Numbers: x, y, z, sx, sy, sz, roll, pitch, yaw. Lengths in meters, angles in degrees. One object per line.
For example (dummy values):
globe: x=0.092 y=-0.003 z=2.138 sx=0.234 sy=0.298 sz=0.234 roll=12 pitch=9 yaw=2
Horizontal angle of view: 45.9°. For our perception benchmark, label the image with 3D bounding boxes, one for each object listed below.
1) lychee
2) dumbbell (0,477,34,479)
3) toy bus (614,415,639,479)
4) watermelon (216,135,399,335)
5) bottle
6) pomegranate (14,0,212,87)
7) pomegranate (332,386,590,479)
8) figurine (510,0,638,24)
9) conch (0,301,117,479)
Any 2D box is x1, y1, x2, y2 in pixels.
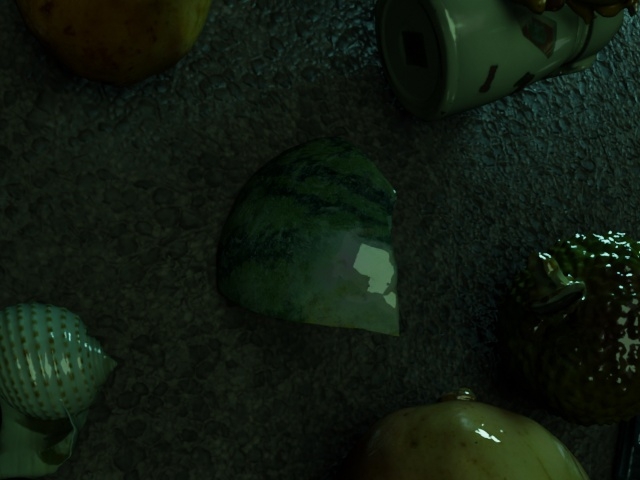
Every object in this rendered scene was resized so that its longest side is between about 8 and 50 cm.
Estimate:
lychee: x=0.372 y=0.121 z=1.037 sx=0.319 sy=0.270 sz=0.270 roll=9 pitch=78 yaw=-20
dumbbell: x=-0.289 y=0.344 z=0.740 sx=0.143 sy=0.143 sz=0.326 roll=-38 pitch=121 yaw=-24
toy bus: x=0.526 y=0.334 z=1.158 sx=0.119 sy=0.121 sz=0.265 roll=23 pitch=73 yaw=-29
watermelon: x=0.000 y=0.000 z=0.938 sx=0.176 sy=0.260 sz=0.256 roll=41 pitch=84 yaw=-28
bottle: x=0.268 y=-0.316 z=1.076 sx=0.351 sy=0.229 sz=0.229 roll=-21 pitch=91 yaw=-18
pomegranate: x=-0.229 y=-0.299 z=0.859 sx=0.248 sy=0.248 sz=0.248 roll=4 pitch=80 yaw=-24
pomegranate: x=0.168 y=0.328 z=0.900 sx=0.338 sy=0.338 sz=0.339 roll=4 pitch=80 yaw=-24
figurine: x=0.308 y=-0.335 z=0.937 sx=0.176 sy=0.121 sz=0.122 roll=-11 pitch=58 yaw=-9
conch: x=-0.312 y=0.146 z=0.798 sx=0.199 sy=0.131 sz=0.172 roll=1 pitch=111 yaw=14
